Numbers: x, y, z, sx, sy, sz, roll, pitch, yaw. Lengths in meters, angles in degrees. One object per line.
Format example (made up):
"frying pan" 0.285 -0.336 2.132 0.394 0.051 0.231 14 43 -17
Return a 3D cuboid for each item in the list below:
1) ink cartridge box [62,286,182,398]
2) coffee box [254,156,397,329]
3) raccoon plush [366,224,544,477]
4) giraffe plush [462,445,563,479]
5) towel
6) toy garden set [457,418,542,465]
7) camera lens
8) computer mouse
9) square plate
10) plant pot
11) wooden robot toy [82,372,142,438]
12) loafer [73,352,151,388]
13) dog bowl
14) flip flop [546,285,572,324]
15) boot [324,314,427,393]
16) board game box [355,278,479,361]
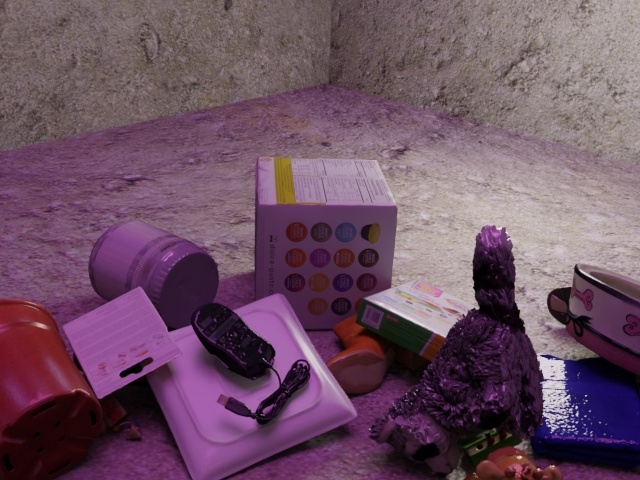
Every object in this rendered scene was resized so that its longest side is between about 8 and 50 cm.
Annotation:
"ink cartridge box" -0.394 0.211 1.545 0.181 0.056 0.224 -28 49 -18
"coffee box" 0.000 0.000 1.980 0.335 0.337 0.338 1 24 -5
"raccoon plush" 0.249 0.219 1.484 0.299 0.446 0.216 -13 -30 34
"giraffe plush" 0.309 0.424 1.292 0.182 0.170 0.210 -10 28 -25
"towel" 0.546 0.348 1.604 0.228 0.076 0.308 1 25 14
"toy garden set" 0.341 0.322 1.581 0.204 0.049 0.244 -24 30 -8
"camera lens" -0.417 0.081 1.911 0.274 0.219 0.219 20 30 33
"computer mouse" -0.165 0.246 1.496 0.262 0.060 0.184 33 47 6
"square plate" -0.153 0.271 1.545 0.347 0.049 0.344 -19 53 -23
"plant pot" -0.556 0.289 1.433 0.272 0.272 0.265 -19 40 -37
"wooden robot toy" -0.430 0.342 1.515 0.079 0.173 0.076 -42 -7 -7
"loafer" -0.338 0.270 1.644 0.366 0.130 0.133 6 51 -3
"dog bowl" 0.732 0.198 1.712 0.408 0.150 0.408 20 11 -4
"flip flop" 0.713 0.167 1.975 0.277 0.112 0.080 -2 -1 -4
"boot" 0.081 0.246 1.759 0.295 0.104 0.211 -8 21 -32
"board game box" 0.257 0.185 1.793 0.242 0.064 0.317 25 17 25
